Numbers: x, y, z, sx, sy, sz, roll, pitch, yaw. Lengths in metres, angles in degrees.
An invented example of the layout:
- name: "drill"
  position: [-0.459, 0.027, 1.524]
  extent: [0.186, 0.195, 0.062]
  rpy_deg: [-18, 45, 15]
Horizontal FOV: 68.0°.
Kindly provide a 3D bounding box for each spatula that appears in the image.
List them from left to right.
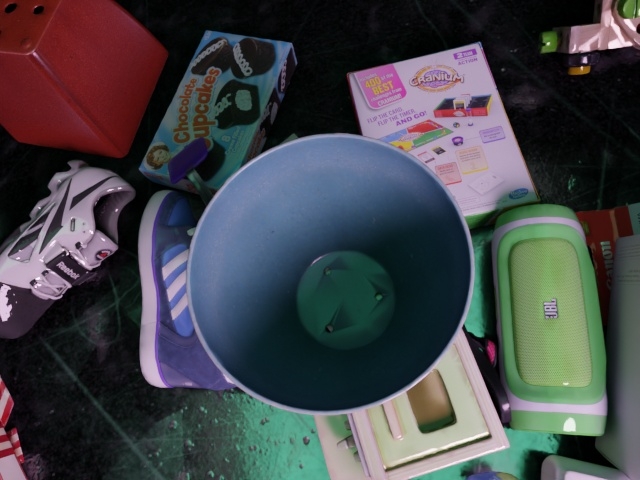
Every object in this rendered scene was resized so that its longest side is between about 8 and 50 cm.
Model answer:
- name: "spatula"
  position: [-0.178, -0.068, 0.737]
  extent: [0.084, 0.030, 0.296]
  rpy_deg: [-39, 54, 7]

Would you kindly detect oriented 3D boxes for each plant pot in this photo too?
- name: "plant pot"
  position: [-0.495, -0.343, 0.886]
  extent: [0.267, 0.236, 0.267]
  rpy_deg: [10, 73, 13]
- name: "plant pot"
  position: [0.019, 0.050, 0.563]
  extent: [0.290, 0.195, 0.290]
  rpy_deg: [-3, 72, 9]

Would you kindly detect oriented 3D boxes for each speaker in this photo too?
- name: "speaker"
  position: [0.309, 0.106, 0.653]
  extent: [0.131, 0.131, 0.296]
  rpy_deg: [0, 70, 9]

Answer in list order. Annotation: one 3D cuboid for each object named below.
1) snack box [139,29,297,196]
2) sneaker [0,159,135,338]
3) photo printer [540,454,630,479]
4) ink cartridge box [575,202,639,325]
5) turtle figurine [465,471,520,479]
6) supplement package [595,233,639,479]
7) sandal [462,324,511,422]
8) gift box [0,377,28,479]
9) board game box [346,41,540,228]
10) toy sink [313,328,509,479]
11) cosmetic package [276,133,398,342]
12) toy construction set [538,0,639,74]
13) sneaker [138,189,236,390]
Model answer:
- name: "snack box"
  position: [-0.186, -0.240, 0.892]
  extent: [0.187, 0.060, 0.322]
  rpy_deg: [14, 73, 15]
- name: "sneaker"
  position: [-0.432, 0.019, 0.804]
  extent: [0.146, 0.122, 0.330]
  rpy_deg: [17, 74, 16]
- name: "photo printer"
  position: [0.410, 0.412, 0.534]
  extent: [0.308, 0.107, 0.256]
  rpy_deg: [9, 72, 11]
- name: "ink cartridge box"
  position: [0.485, 0.028, 0.681]
  extent: [0.225, 0.056, 0.181]
  rpy_deg: [-5, 77, 5]
- name: "turtle figurine"
  position: [0.152, 0.398, 0.507]
  extent: [0.198, 0.274, 0.266]
  rpy_deg: [19, 94, -1]
- name: "supplement package"
  position: [0.457, 0.143, 0.555]
  extent: [0.177, 0.175, 0.293]
  rpy_deg: [8, 87, 11]
- name: "sandal"
  position: [0.226, 0.167, 0.642]
  extent: [0.040, 0.067, 0.179]
  rpy_deg: [-17, 28, 2]
- name: "gift box"
  position: [-0.582, 0.324, 0.642]
  extent: [0.255, 0.258, 0.276]
  rpy_deg: [-30, 76, -2]
- name: "board game box"
  position: [0.193, -0.168, 0.803]
  extent: [0.242, 0.064, 0.316]
  rpy_deg: [-11, 69, 5]
- name: "toy sink"
  position: [0.101, 0.231, 0.636]
  extent: [0.234, 0.131, 0.152]
  rpy_deg: [-18, 68, 2]
- name: "cosmetic package"
  position: [0.000, 0.000, 0.748]
  extent: [0.160, 0.113, 0.309]
  rpy_deg: [-38, 68, -5]
- name: "toy construction set"
  position: [0.482, -0.423, 0.788]
  extent: [0.237, 0.257, 0.309]
  rpy_deg: [-7, 48, 20]
- name: "sneaker"
  position: [-0.146, 0.063, 0.735]
  extent: [0.236, 0.130, 0.322]
  rpy_deg: [-7, 71, 9]
